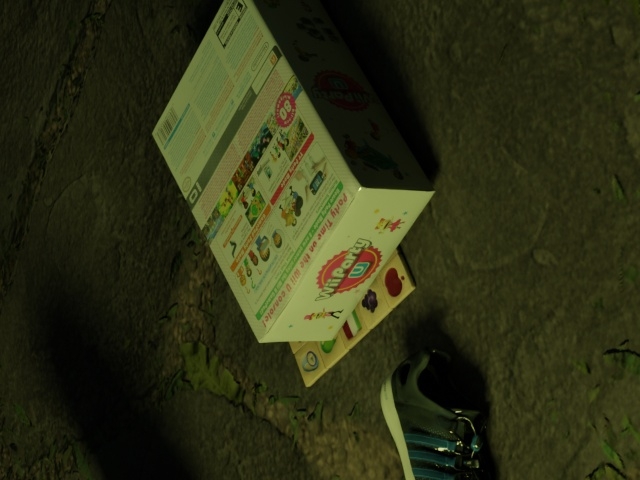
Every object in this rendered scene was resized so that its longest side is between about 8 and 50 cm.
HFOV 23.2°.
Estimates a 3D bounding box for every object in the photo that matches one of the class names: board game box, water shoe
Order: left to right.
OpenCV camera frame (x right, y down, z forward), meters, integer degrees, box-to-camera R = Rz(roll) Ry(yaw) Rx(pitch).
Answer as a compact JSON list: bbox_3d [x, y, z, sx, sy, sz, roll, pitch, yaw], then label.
[{"bbox_3d":[-0.037,-0.082,1.570,0.224,0.097,0.303,-57,47,36],"label":"board game box"},{"bbox_3d":[0.116,0.187,1.402,0.080,0.073,0.203,-52,52,35],"label":"water shoe"}]

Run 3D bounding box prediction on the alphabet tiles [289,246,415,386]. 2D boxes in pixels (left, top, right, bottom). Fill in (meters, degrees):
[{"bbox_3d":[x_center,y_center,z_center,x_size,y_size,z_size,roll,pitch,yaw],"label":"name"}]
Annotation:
[{"bbox_3d":[0.000,0.000,1.606,0.198,0.009,0.237,-46,54,41],"label":"alphabet tiles"}]
